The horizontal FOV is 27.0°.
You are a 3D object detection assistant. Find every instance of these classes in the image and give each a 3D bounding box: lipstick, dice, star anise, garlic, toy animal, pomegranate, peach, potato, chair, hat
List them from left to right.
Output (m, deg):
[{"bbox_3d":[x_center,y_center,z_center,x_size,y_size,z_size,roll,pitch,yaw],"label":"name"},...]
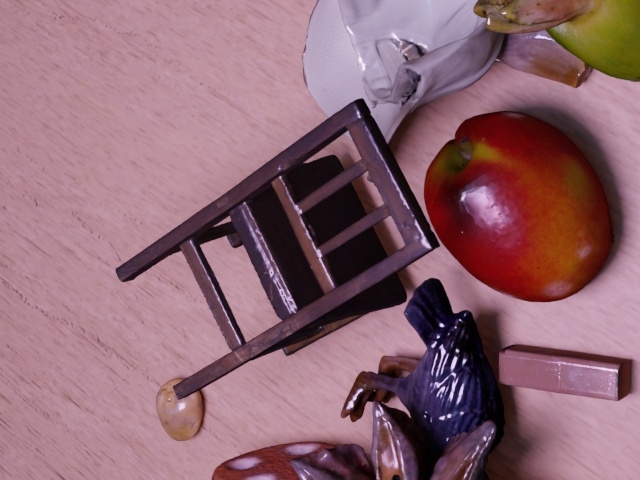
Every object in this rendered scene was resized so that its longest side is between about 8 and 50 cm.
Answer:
[{"bbox_3d":[-0.193,0.233,1.834,0.068,0.062,0.083,11,124,46],"label":"potato"},{"bbox_3d":[-0.040,0.353,1.646,0.179,0.174,0.175,-152,51,-69],"label":"dice"},{"bbox_3d":[0.000,0.000,1.548,0.416,0.240,0.203,-32,80,36],"label":"chair"},{"bbox_3d":[0.103,-0.209,1.552,0.301,0.168,0.258,108,145,-44],"label":"hat"},{"bbox_3d":[0.109,0.326,1.504,0.331,0.117,0.332,2,104,7],"label":"star anise"},{"bbox_3d":[0.134,0.190,1.584,0.185,0.122,0.298,26,121,30],"label":"toy animal"},{"bbox_3d":[0.226,-0.034,1.494,0.190,0.226,0.196,-55,26,-8],"label":"peach"},{"bbox_3d":[0.242,-0.220,1.492,0.152,0.066,0.084,18,107,27],"label":"garlic"},{"bbox_3d":[0.279,0.150,1.532,0.145,0.045,0.045,5,98,31],"label":"lipstick"},{"bbox_3d":[0.288,-0.265,1.327,0.236,0.301,0.236,31,130,46],"label":"pomegranate"}]
